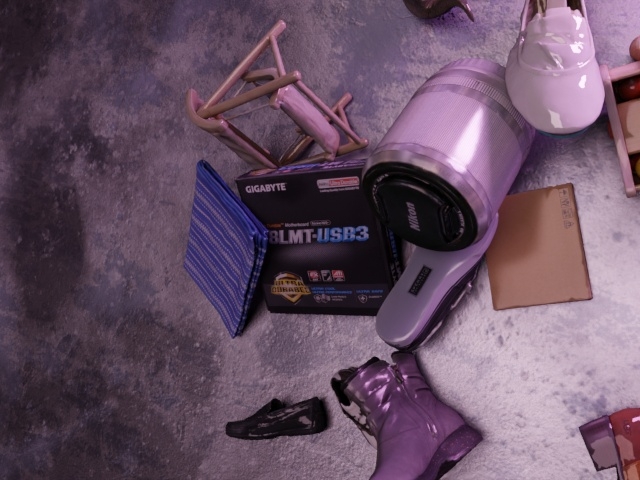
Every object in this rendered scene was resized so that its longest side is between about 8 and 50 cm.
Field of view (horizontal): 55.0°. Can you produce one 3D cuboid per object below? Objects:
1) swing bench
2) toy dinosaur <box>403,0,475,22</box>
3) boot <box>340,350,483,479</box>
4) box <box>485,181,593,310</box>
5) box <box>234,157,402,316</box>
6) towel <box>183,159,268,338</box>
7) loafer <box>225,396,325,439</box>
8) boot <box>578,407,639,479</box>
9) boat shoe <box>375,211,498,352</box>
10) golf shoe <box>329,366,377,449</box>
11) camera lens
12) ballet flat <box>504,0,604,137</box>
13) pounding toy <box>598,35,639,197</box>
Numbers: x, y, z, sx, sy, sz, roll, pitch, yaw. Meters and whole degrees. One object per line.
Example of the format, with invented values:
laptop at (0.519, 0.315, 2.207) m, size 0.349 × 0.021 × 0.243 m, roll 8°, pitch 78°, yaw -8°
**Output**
swing bench at (-0.087, -0.237, 1.216) m, size 0.254 × 0.253 × 0.165 m, roll -31°, pitch 52°, yaw 22°
toy dinosaur at (0.211, -0.509, 1.202) m, size 0.160 × 0.121 × 0.314 m, roll -42°, pitch 69°, yaw 31°
boot at (0.100, 0.316, 1.013) m, size 0.223 × 0.338 × 0.118 m, roll 49°, pitch 122°, yaw 23°
box at (0.369, 0.013, 1.071) m, size 0.164 × 0.021 × 0.201 m, roll -11°, pitch 78°, yaw 28°
box at (0.000, 0.000, 1.182) m, size 0.295 × 0.073 × 0.294 m, roll -1°, pitch 113°, yaw 30°
towel at (-0.214, 0.025, 1.291) m, size 0.243 × 0.040 × 0.336 m, roll 48°, pitch 140°, yaw 27°
loafer at (-0.094, 0.364, 1.257) m, size 0.223 × 0.076 × 0.078 m, roll -14°, pitch 71°, yaw 23°
boot at (0.565, 0.351, 0.892) m, size 0.280 × 0.096 × 0.264 m, roll -23°, pitch 64°, yaw 17°
boat shoe at (0.221, 0.068, 1.096) m, size 0.113 × 0.105 × 0.306 m, roll 27°, pitch 82°, yaw 39°
golf shoe at (0.082, 0.329, 1.148) m, size 0.077 × 0.094 × 0.198 m, roll -48°, pitch 65°, yaw 14°
camera lens at (0.213, -0.137, 1.013) m, size 0.219 × 0.219 × 0.274 m, roll 18°, pitch 59°, yaw 30°
ballet flat at (0.357, -0.320, 0.948) m, size 0.139 × 0.139 × 0.400 m, roll -11°, pitch 41°, yaw 28°
pounding toy at (0.520, -0.208, 0.940) m, size 0.154 × 0.154 × 0.270 m, roll -13°, pitch 77°, yaw 28°
